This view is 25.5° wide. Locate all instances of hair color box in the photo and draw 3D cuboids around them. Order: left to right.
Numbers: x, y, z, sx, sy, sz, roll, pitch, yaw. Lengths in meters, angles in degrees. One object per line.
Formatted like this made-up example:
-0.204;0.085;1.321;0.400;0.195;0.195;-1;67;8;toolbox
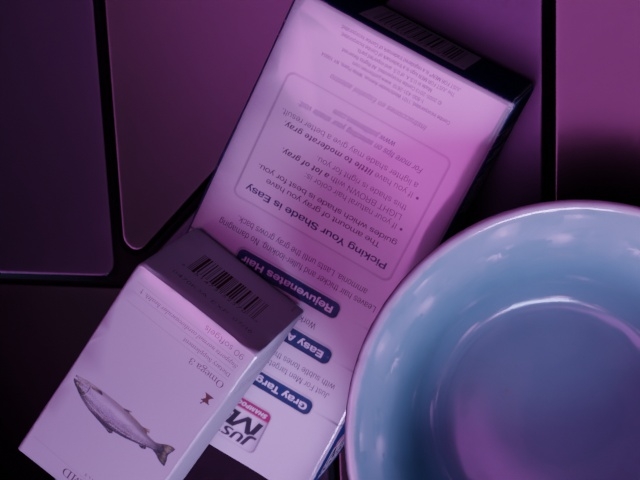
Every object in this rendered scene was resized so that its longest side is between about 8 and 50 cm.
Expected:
0.000;0.000;1.063;0.174;0.105;0.347;30;110;8;hair color box

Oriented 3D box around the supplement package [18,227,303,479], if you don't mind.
-0.113;0.099;1.010;0.105;0.105;0.179;37;112;5;supplement package

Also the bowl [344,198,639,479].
0.173;0.130;0.993;0.311;0.163;0.311;0;89;2;bowl
